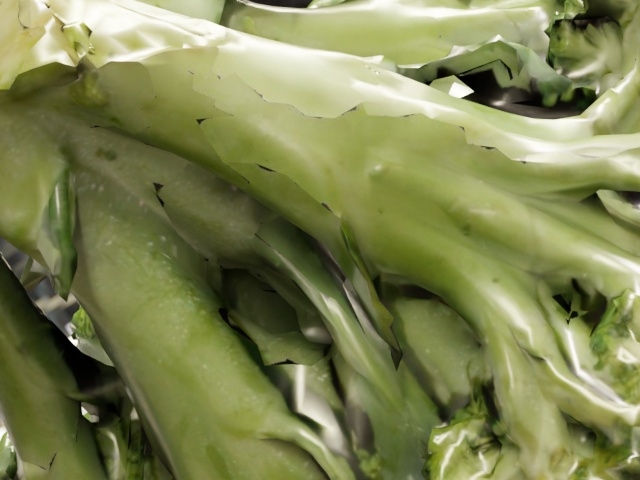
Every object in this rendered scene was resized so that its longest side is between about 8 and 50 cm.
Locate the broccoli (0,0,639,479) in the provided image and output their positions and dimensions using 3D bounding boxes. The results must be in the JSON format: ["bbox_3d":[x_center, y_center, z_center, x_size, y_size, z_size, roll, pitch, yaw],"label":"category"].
[{"bbox_3d":[0.000,0.000,0.604,0.321,0.283,0.304,-36,38,28],"label":"broccoli"}]
